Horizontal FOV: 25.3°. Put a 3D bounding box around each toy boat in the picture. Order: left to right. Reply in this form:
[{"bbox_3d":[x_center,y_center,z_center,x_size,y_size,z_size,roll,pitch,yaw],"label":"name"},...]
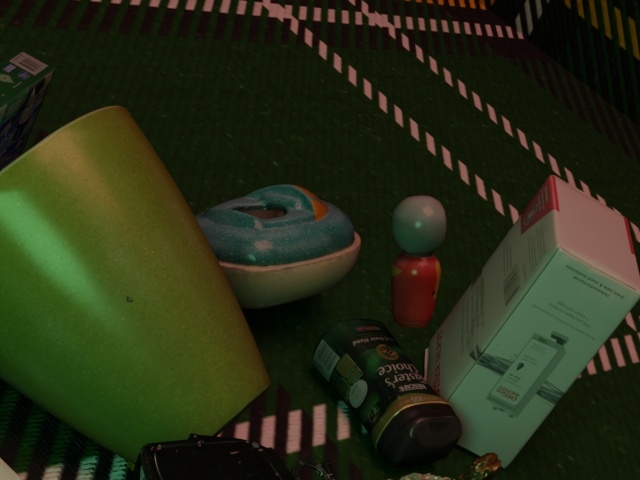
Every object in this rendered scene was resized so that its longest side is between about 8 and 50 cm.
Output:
[{"bbox_3d":[0.000,0.000,1.663,0.318,0.148,0.267,11,16,27],"label":"toy boat"}]

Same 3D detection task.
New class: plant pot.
[{"bbox_3d":[-0.191,0.071,1.352,0.293,0.275,0.275,47,28,4],"label":"plant pot"}]

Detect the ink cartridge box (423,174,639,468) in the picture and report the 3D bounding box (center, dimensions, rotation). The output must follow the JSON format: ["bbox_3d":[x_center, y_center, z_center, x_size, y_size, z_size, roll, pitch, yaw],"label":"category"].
[{"bbox_3d":[0.243,0.094,1.679,0.117,0.283,0.207,29,26,-8],"label":"ink cartridge box"}]

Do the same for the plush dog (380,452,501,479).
[{"bbox_3d":[0.104,0.326,1.259,0.262,0.210,0.225,20,50,-18],"label":"plush dog"}]

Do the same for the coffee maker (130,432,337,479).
[{"bbox_3d":[-0.093,0.259,1.158,0.171,0.178,0.120,16,30,-19],"label":"coffee maker"}]

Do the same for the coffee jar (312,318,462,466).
[{"bbox_3d":[0.075,0.172,1.600,0.096,0.079,0.184,3,36,-41],"label":"coffee jar"}]

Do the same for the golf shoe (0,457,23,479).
[{"bbox_3d":[-0.323,0.165,1.210,0.186,0.086,0.067,34,25,8],"label":"golf shoe"}]

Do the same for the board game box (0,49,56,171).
[{"bbox_3d":[-0.372,-0.048,1.400,0.046,0.213,0.317,29,25,0],"label":"board game box"}]
